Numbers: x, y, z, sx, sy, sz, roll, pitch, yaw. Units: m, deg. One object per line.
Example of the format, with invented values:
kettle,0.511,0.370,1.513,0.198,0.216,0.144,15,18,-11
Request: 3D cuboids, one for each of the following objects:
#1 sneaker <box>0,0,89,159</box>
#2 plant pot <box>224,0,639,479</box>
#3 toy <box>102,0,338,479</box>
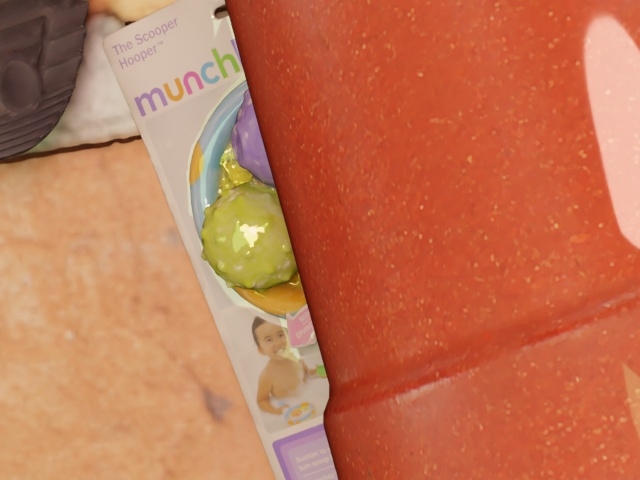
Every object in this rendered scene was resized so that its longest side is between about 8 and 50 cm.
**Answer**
sneaker,-0.190,-0.186,0.631,0.131,0.112,0.319,-8,95,37
plant pot,0.091,-0.049,0.474,0.272,0.272,0.265,-23,84,21
toy,0.000,0.000,0.611,0.137,0.056,0.237,-22,92,20
